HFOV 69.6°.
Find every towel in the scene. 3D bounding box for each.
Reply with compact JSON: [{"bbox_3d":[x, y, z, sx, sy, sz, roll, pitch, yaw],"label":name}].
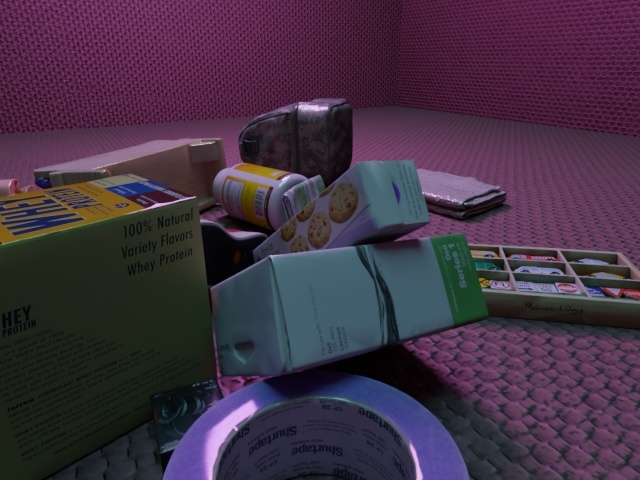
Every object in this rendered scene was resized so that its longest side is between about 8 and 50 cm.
[{"bbox_3d":[-0.016,-0.050,0.823,0.023,0.113,0.152,-5,18,26],"label":"towel"},{"bbox_3d":[0.268,-0.119,1.076,0.187,0.049,0.282,-18,28,-39],"label":"towel"}]

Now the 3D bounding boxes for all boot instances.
[{"bbox_3d":[-0.204,0.012,0.658,0.176,0.089,0.244,6,0,20],"label":"boot"}]

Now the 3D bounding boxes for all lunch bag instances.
[{"bbox_3d":[-0.058,-0.276,1.256,0.255,0.213,0.305,6,22,14],"label":"lunch bag"}]

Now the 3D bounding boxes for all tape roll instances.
[{"bbox_3d":[-0.002,0.176,0.301,0.188,0.080,0.189,0,21,0],"label":"tape roll"}]

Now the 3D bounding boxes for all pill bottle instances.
[{"bbox_3d":[-0.119,-0.089,0.915,0.215,0.117,0.117,19,29,40],"label":"pill bottle"}]

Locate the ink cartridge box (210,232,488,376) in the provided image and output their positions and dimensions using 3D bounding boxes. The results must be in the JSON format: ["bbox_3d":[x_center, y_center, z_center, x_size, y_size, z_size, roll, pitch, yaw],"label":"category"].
[{"bbox_3d":[0.022,0.062,0.450,0.219,0.093,0.160,-5,-12,-33],"label":"ink cartridge box"}]

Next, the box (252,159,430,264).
[{"bbox_3d":[0.000,0.000,0.533,0.063,0.067,0.324,-7,-11,-26],"label":"box"}]

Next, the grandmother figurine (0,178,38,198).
[{"bbox_3d":[-0.765,-0.072,0.922,0.342,0.104,0.208,-1,13,-7],"label":"grandmother figurine"}]

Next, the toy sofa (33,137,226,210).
[{"bbox_3d":[-0.349,-0.102,0.913,0.177,0.150,0.362,3,21,21],"label":"toy sofa"}]

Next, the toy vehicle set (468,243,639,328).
[{"bbox_3d":[0.309,0.056,0.651,0.266,0.035,0.166,3,22,10],"label":"toy vehicle set"}]

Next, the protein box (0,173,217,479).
[{"bbox_3d":[-0.222,0.064,0.422,0.136,0.201,0.199,20,29,40],"label":"protein box"}]

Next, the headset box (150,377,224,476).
[{"bbox_3d":[-0.110,0.163,0.399,0.062,0.032,0.083,-10,22,-22],"label":"headset box"}]
